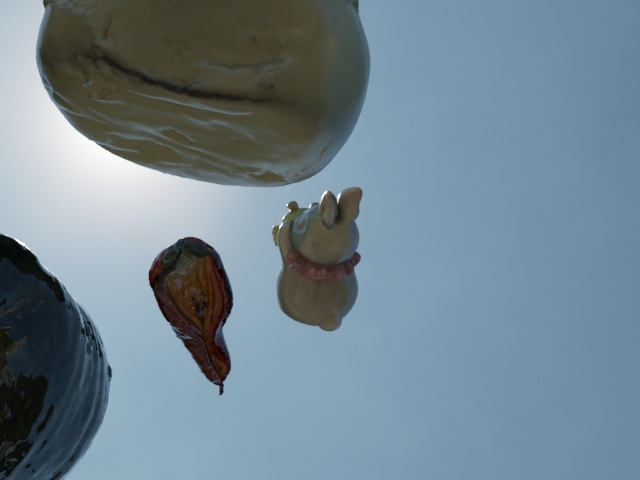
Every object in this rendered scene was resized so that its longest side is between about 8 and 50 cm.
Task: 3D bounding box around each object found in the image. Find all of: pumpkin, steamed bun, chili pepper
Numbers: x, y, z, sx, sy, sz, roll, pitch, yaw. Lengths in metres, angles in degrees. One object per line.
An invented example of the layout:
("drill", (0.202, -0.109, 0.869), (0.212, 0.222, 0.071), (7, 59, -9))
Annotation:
("pumpkin", (-0.336, 0.103, 0.856), (0.292, 0.257, 0.327), (17, -19, 27))
("steamed bun", (-0.114, -0.203, 1.117), (0.334, 0.232, 0.312), (16, -16, -8))
("chili pepper", (-0.075, 0.048, 0.669), (0.027, 0.045, 0.178), (51, -16, 34))

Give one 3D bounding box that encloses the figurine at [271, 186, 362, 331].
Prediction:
("figurine", (0.000, 0.000, 1.557), (0.127, 0.155, 0.235), (-1, -58, -13))
